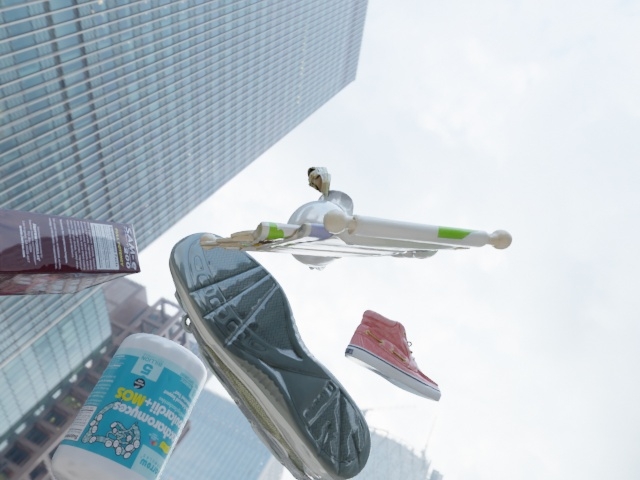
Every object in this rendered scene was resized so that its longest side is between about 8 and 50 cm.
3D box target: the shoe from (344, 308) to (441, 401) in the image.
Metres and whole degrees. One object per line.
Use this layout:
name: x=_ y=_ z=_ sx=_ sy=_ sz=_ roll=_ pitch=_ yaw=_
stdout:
shoe: x=0.123 y=0.176 z=0.789 sx=0.177 sy=0.081 sz=0.063 roll=32 pitch=-20 yaw=-17

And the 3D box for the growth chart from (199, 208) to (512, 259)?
growth chart: x=0.005 y=0.002 z=0.425 sx=0.237 sy=0.171 sz=0.021 roll=-7 pitch=-101 yaw=58

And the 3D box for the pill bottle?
pill bottle: x=-0.283 y=0.281 z=0.757 sx=0.146 sy=0.264 sz=0.146 roll=13 pitch=-37 yaw=10

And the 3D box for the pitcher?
pitcher: x=0.000 y=0.000 z=1.052 sx=0.125 sy=0.207 sz=0.178 roll=12 pitch=-71 yaw=11

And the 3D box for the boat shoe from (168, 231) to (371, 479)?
boat shoe: x=-0.073 y=0.136 z=0.590 sx=0.320 sy=0.118 sz=0.103 roll=51 pitch=-50 yaw=4

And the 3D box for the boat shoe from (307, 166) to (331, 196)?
boat shoe: x=-0.005 y=-0.126 z=1.104 sx=0.045 sy=0.135 sz=0.050 roll=6 pitch=-72 yaw=-9

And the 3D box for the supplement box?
supplement box: x=-0.344 y=0.019 z=0.599 sx=0.130 sy=0.239 sz=0.073 roll=-16 pitch=-100 yaw=22
